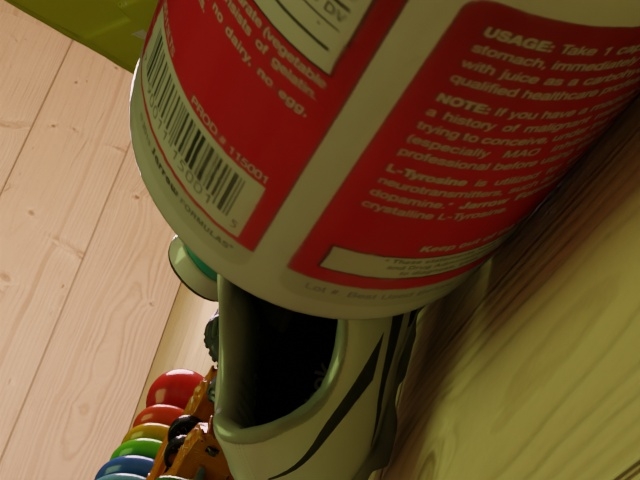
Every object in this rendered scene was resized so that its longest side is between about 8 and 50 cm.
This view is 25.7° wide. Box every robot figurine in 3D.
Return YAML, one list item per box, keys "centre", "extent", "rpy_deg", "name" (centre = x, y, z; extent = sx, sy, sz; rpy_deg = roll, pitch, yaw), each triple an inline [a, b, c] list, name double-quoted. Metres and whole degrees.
- centre: [-0.145, 0.282, 1.399]
  extent: [0.211, 0.085, 0.291]
  rpy_deg: [-88, 22, -68]
  name: "robot figurine"

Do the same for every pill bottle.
- centre: [0.061, -0.144, 0.635]
  extent: [0.408, 0.229, 0.229]
  rpy_deg: [125, 165, -56]
  name: "pill bottle"

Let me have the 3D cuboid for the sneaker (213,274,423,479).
- centre: [0.008, -0.002, 0.848]
  extent: [0.146, 0.122, 0.331]
  rpy_deg: [58, -143, -58]
  name: "sneaker"

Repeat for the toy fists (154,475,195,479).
- centre: [-0.105, 0.273, 1.130]
  extent: [0.279, 0.096, 0.142]
  rpy_deg: [-177, 95, -81]
  name: "toy fists"

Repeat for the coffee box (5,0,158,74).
- centre: [-0.059, -0.322, 1.156]
  extent: [0.337, 0.338, 0.334]
  rpy_deg: [-8, 59, 54]
  name: "coffee box"

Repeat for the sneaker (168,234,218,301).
- centre: [-0.023, -0.066, 1.391]
  extent: [0.178, 0.124, 0.295]
  rpy_deg: [-42, 3, 32]
  name: "sneaker"

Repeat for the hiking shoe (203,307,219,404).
- centre: [-0.051, 0.091, 1.361]
  extent: [0.114, 0.086, 0.227]
  rpy_deg: [-52, 17, 14]
  name: "hiking shoe"

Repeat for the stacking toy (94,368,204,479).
- centre: [-0.207, 0.277, 1.691]
  extent: [0.330, 0.141, 0.141]
  rpy_deg: [-72, 8, -54]
  name: "stacking toy"
